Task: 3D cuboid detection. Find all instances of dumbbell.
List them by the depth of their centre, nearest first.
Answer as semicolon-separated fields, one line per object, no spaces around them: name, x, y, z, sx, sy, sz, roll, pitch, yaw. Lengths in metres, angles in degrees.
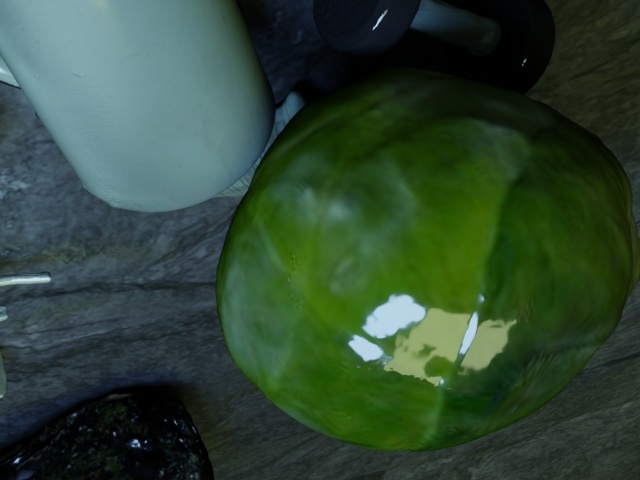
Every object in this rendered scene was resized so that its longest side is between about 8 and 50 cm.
dumbbell;0.094;-0.180;0.909;0.191;0.100;0.100;10;137;-38

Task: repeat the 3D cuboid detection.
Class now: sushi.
sushi;-0.298;0.311;1.373;0.350;0.171;0.211;-25;145;9

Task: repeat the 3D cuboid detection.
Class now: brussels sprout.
brussels sprout;0.101;0.013;0.883;0.355;0.281;0.289;-10;128;-40

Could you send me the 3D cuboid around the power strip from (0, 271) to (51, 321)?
power strip;-0.340;0.049;1.050;0.175;0.075;0.042;-8;146;-19

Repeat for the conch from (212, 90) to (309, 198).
conch;0.001;-0.069;1.019;0.234;0.114;0.137;-10;139;-9

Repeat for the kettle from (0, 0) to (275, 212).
kettle;-0.168;-0.154;0.775;0.240;0.165;0.255;4;151;18

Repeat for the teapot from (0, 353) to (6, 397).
teapot;-0.429;0.180;1.167;0.200;0.107;0.077;-25;150;10
